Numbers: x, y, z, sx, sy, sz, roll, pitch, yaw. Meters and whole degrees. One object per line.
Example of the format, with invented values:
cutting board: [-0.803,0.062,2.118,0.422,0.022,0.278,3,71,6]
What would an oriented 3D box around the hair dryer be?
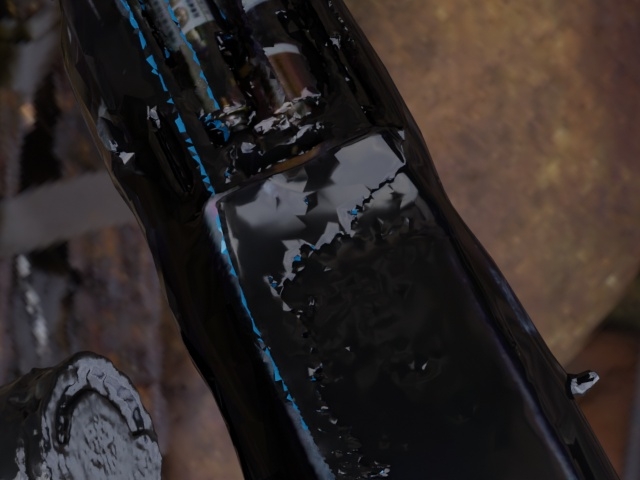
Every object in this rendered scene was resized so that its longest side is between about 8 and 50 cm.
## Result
hair dryer: [-0.150,0.200,0.824,0.197,0.251,0.089,-23,165,24]

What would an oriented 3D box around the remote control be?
remote control: [0.000,0.000,0.760,0.144,0.399,0.062,-26,151,-4]
